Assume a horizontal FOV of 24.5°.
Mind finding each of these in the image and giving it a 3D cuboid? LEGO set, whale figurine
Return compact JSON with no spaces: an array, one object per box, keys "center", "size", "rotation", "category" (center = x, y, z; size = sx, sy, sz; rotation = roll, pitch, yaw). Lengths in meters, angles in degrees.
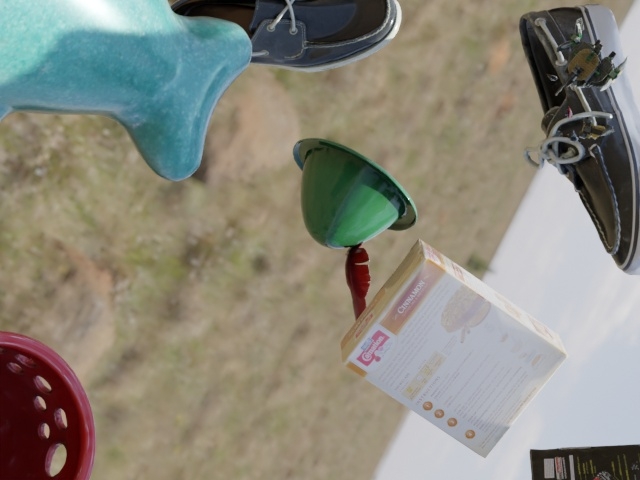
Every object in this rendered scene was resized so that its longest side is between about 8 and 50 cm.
[{"center":[0.177,-0.103,0.971],"size":[0.023,0.054,0.083],"rotation":[19,82,-57],"category":"LEGO set"},{"center":[-0.147,-0.132,0.797],"size":[0.141,0.272,0.216],"rotation":[9,-110,58],"category":"whale figurine"}]

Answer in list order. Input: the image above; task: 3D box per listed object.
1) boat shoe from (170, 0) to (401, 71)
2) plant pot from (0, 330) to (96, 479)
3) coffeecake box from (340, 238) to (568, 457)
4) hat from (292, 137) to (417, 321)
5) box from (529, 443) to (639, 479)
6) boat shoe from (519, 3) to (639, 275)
[{"center":[-0.039,-0.213,1.441],"size":[0.079,0.233,0.084],"rotation":[34,56,-73],"category":"boat shoe"},{"center":[-0.322,0.178,1.307],"size":[0.174,0.191,0.191],"rotation":[-7,-134,50],"category":"plant pot"},{"center":[0.136,0.112,1.523],"size":[0.142,0.185,0.068],"rotation":[-53,-169,13],"category":"coffeecake box"},{"center":[0.000,0.000,1.729],"size":[0.183,0.173,0.208],"rotation":[-56,-166,-17],"category":"hat"},{"center":[0.428,0.411,2.052],"size":[0.322,0.257,0.079],"rotation":[-84,166,-59],"category":"box"},{"center":[0.262,-0.104,1.468],"size":[0.113,0.105,0.306],"rotation":[112,-27,-66],"category":"boat shoe"}]
